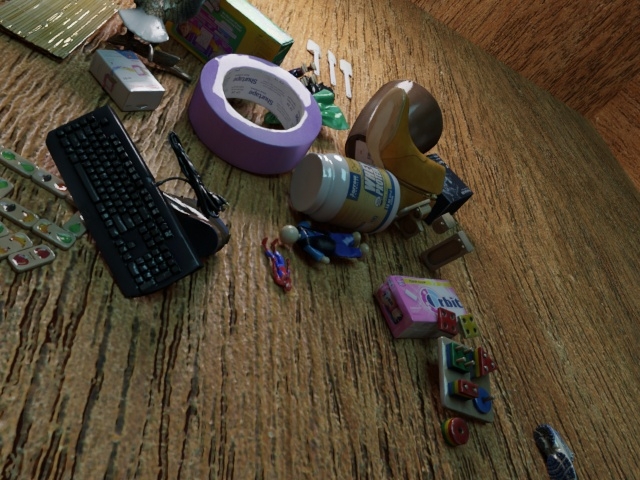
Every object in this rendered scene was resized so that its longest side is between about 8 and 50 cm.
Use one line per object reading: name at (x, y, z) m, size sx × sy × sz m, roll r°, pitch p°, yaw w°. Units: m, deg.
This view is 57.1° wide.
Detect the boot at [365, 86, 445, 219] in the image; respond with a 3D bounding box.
boot at (0.210, -0.196, 1.380) m, size 0.211 × 0.295 × 0.104 m, roll 6°, pitch 21°, yaw -28°

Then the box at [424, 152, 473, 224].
box at (0.295, -0.139, 1.550) m, size 0.158 × 0.093 × 0.156 m, roll 51°, pitch 36°, yaw 14°

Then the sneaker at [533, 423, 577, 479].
sneaker at (0.460, 0.415, 1.115) m, size 0.058 × 0.052 × 0.135 m, roll 23°, pitch 38°, yaw -29°

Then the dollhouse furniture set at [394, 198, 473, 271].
dollhouse furniture set at (0.221, -0.002, 1.305) m, size 0.123 × 0.144 × 0.151 m, roll -21°, pitch 80°, yaw -47°

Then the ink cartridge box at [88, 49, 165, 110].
ink cartridge box at (-0.379, -0.315, 1.156) m, size 0.122 × 0.052 × 0.088 m, roll 50°, pitch 36°, yaw 13°

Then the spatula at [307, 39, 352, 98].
spatula at (0.031, -0.532, 1.817) m, size 0.168 × 0.019 × 0.242 m, roll 29°, pitch 36°, yaw -24°

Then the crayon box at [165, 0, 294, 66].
crayon box at (-0.221, -0.491, 1.402) m, size 0.278 × 0.165 × 0.081 m, roll 40°, pitch 34°, yaw 0°

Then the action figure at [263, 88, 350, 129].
action figure at (-0.046, -0.312, 1.454) m, size 0.232 × 0.063 × 0.137 m, roll -14°, pitch 62°, yaw -42°

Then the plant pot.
plant pot at (0.167, -0.269, 1.504) m, size 0.215 × 0.215 × 0.230 m, roll 43°, pitch 49°, yaw 5°

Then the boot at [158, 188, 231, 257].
boot at (-0.249, -0.042, 0.975) m, size 0.219 × 0.082 × 0.106 m, roll 33°, pitch 8°, yaw 7°

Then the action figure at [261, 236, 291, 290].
action figure at (-0.074, 0.043, 1.058) m, size 0.038 × 0.030 × 0.115 m, roll 11°, pitch 45°, yaw -42°

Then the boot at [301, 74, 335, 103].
boot at (-0.003, -0.396, 1.609) m, size 0.099 × 0.045 × 0.121 m, roll 20°, pitch 40°, yaw -35°

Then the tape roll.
tape roll at (-0.138, -0.274, 1.264) m, size 0.274 × 0.090 × 0.275 m, roll 18°, pitch 47°, yaw -20°

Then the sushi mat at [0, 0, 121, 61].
sushi mat at (-0.537, -0.467, 1.209) m, size 0.151 × 0.019 × 0.317 m, roll 30°, pitch 36°, yaw -16°

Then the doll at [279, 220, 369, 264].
doll at (0.000, 0.000, 1.158) m, size 0.188 × 0.046 × 0.129 m, roll 7°, pitch 36°, yaw -35°

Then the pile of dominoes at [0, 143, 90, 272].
pile of dominoes at (-0.451, -0.071, 0.823) m, size 0.251 × 0.040 × 0.196 m, roll 32°, pitch 35°, yaw -11°

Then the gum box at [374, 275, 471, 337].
gum box at (0.202, 0.135, 1.178) m, size 0.188 × 0.062 × 0.107 m, roll 7°, pitch 46°, yaw -39°

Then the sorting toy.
sorting toy at (0.280, 0.245, 1.086) m, size 0.132 × 0.046 × 0.275 m, roll 26°, pitch 52°, yaw -30°

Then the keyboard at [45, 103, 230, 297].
keyboard at (-0.271, -0.081, 0.903) m, size 0.201 × 0.033 × 0.317 m, roll -29°, pitch 75°, yaw -17°

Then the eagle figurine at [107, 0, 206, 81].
eagle figurine at (-0.333, -0.529, 1.239) m, size 0.225 × 0.298 × 0.226 m, roll 30°, pitch 10°, yaw 24°

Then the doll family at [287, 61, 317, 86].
doll family at (-0.077, -0.398, 1.489) m, size 0.193 × 0.111 × 0.076 m, roll -44°, pitch 118°, yaw -67°

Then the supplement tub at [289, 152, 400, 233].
supplement tub at (0.051, -0.099, 1.230) m, size 0.199 × 0.144 × 0.144 m, roll 12°, pitch 43°, yaw -34°
